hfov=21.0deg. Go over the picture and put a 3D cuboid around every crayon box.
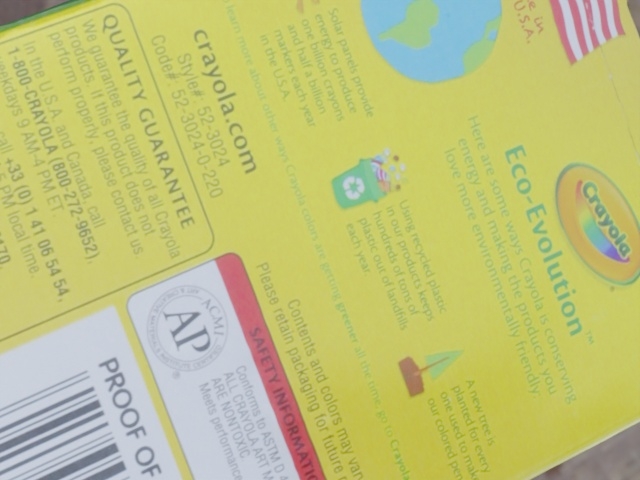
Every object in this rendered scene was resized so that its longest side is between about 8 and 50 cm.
[{"bbox_3d":[0.000,0.000,0.579,0.318,0.202,0.081,-23,-173,-23],"label":"crayon box"}]
